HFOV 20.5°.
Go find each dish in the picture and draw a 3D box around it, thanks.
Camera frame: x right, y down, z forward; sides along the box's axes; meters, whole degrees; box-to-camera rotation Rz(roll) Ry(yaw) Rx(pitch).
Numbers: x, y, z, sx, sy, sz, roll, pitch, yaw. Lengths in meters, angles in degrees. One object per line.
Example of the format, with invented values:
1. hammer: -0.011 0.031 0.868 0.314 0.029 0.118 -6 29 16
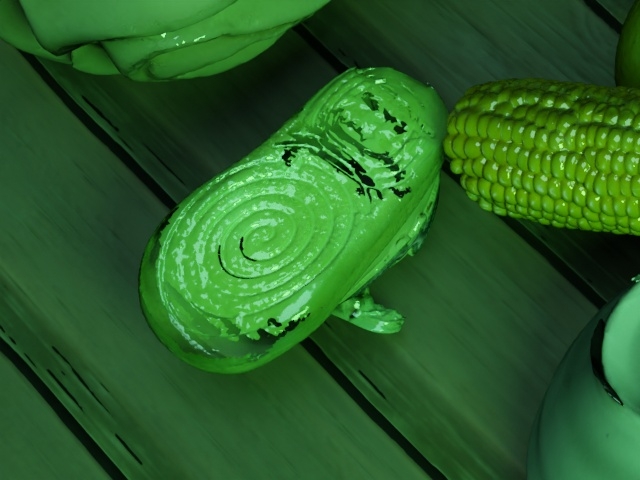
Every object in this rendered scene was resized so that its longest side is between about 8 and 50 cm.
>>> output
1. dish: 0.263 0.086 1.090 0.316 0.106 0.316 -15 37 12

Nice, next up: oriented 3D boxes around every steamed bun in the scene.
1. steamed bun: -0.113 -0.243 1.274 0.342 0.367 0.255 -7 87 -32

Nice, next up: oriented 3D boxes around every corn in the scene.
1. corn: 0.204 -0.049 1.140 0.310 0.101 0.101 12 68 37

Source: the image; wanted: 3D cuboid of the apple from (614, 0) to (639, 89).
1. apple: 0.300 -0.126 1.217 0.196 0.157 0.196 -9 61 16

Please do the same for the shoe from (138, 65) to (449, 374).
1. shoe: -0.001 -0.003 1.237 0.140 0.128 0.262 32 73 33
